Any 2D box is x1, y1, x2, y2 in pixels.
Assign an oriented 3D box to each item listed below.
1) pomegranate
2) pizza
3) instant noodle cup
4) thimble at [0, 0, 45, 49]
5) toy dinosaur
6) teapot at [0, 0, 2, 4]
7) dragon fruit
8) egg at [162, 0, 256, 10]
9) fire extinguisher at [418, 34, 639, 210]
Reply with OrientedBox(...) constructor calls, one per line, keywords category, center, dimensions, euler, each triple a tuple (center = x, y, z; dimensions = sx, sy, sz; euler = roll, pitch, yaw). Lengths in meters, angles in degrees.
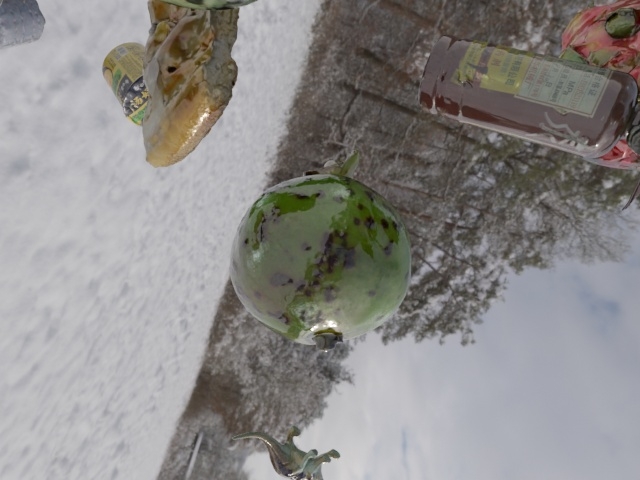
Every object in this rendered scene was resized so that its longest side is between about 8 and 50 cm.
OrientedBox(category="pomegranate", center=(0.000, 0.000, 0.556), dimensions=(0.211, 0.210, 0.263), euler=(114, -21, -56))
OrientedBox(category="pizza", center=(-0.170, -0.250, 0.589), dimensions=(0.189, 0.071, 0.297), euler=(-19, -114, 46))
OrientedBox(category="instant noodle cup", center=(-0.382, -0.341, 1.017), dimensions=(0.151, 0.122, 0.151), euler=(-36, 166, -11))
OrientedBox(category="thimble", center=(-0.687, -0.487, 1.015), dimensions=(0.127, 0.151, 0.118), euler=(-48, -178, 39))
OrientedBox(category="toy dinosaur", center=(-0.020, 0.227, 0.496), dimensions=(0.058, 0.180, 0.037), euler=(-44, -155, -10))
OrientedBox(category="teapot", center=(-0.519, -0.292, 0.466), dimensions=(0.239, 0.239, 0.321), euler=(-30, 177, 20))
OrientedBox(category="dragon fruit", center=(0.437, -0.210, 0.619), dimensions=(0.237, 0.302, 0.231), euler=(28, -57, 53))
OrientedBox(category="egg", center=(-0.127, -0.313, 0.446), dimensions=(0.177, 0.228, 0.177), euler=(-54, 174, -9))
OrientedBox(category="fire extinguisher", center=(0.219, -0.110, 0.430), dimensions=(0.075, 0.252, 0.106), euler=(-57, 156, -22))
